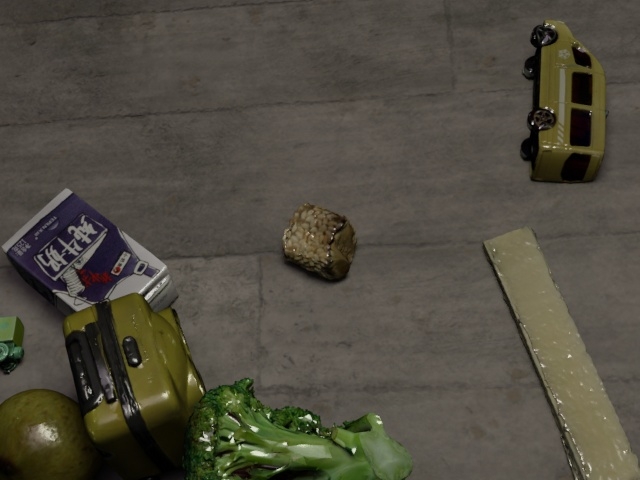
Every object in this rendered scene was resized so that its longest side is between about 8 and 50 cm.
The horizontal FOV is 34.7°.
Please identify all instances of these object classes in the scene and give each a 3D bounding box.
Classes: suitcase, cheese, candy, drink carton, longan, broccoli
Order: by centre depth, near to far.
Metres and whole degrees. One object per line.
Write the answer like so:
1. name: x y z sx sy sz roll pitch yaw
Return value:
1. broccoli: -0.034 0.297 1.205 0.275 0.308 0.307 -38 55 29
2. suitcase: -0.225 0.189 1.312 0.143 0.235 0.193 -20 60 -5
3. longan: -0.354 0.262 1.346 0.154 0.145 0.176 50 38 9
4. cheese: 0.322 0.153 1.390 0.085 0.034 0.400 -15 60 -2
5. candy: 0.000 0.000 1.488 0.110 0.085 0.095 16 69 26
6. drink carton: -0.331 0.047 1.488 0.222 0.102 0.134 36 67 21

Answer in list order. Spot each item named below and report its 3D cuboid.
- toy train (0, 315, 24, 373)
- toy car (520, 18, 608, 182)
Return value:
1. toy train: -0.483 0.151 1.472 0.122 0.050 0.081 -4 55 4
2. toy car: 0.373 -0.215 1.561 0.125 0.101 0.256 6 62 5
